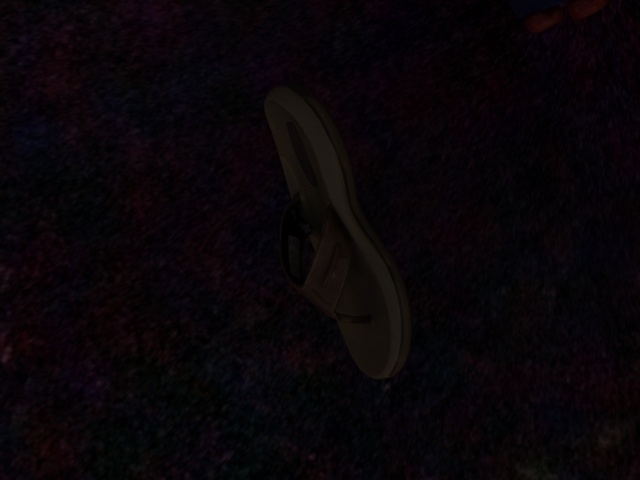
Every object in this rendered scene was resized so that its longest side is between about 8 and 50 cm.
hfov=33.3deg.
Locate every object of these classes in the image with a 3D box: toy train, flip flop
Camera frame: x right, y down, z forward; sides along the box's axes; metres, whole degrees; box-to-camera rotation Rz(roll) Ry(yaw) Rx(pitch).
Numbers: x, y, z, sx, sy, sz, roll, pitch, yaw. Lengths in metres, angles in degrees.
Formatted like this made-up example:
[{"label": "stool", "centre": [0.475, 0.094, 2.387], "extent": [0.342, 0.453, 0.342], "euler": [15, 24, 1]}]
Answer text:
[{"label": "toy train", "centre": [0.292, -0.301, 1.081], "extent": [0.143, 0.248, 0.105], "euler": [-32, 101, -15]}, {"label": "flip flop", "centre": [0.000, 0.000, 0.944], "extent": [0.112, 0.080, 0.277], "euler": [9, 123, 58]}]
